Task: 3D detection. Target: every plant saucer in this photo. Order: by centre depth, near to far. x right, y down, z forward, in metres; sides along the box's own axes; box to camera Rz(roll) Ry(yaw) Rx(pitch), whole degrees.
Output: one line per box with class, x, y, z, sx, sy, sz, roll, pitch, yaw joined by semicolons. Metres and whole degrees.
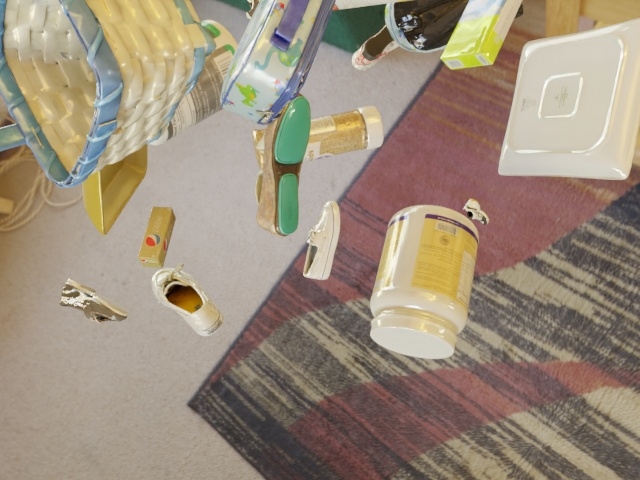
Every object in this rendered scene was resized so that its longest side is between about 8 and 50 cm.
plant saucer;-0.580;-0.239;1.562;0.081;0.333;0.333;14;41;-2

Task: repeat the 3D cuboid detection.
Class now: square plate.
square plate;0.563;-0.318;1.279;0.344;0.049;0.347;14;93;57

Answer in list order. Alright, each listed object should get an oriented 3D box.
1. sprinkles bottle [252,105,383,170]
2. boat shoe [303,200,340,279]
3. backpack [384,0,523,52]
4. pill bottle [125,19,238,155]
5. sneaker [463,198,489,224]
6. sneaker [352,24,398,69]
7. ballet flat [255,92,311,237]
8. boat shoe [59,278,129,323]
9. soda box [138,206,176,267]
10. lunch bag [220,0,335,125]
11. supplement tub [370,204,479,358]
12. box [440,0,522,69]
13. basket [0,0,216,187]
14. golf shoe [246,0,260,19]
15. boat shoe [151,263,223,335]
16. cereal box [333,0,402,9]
sprinkles bottle;-0.007;-0.286;1.566;0.355;0.121;0.121;-13;64;-8
boat shoe;0.000;0.000;1.763;0.095;0.084;0.258;-156;73;-64
backpack;0.371;-0.712;1.681;0.355;0.290;0.273;-36;23;-5
pill bottle;-0.361;-0.349;1.299;0.361;0.204;0.204;-36;59;-24
sneaker;0.356;-0.059;1.287;0.037;0.083;0.032;-48;29;-4
sneaker;0.231;-0.730;2.076;0.270;0.145;0.090;-40;98;-21
ballet flat;-0.097;-0.167;1.230;0.106;0.107;0.316;15;99;41
boat shoe;-0.729;0.216;1.790;0.335;0.112;0.095;18;80;39
soda box;-0.479;-0.011;1.647;0.061;0.058;0.181;3;58;3
lunch bag;-0.054;-0.274;0.757;0.090;0.176;0.219;24;72;-17
supplement tub;0.259;0.105;1.408;0.241;0.241;0.331;5;62;23
box;0.317;-0.423;1.087;0.109;0.042;0.178;16;78;55
basket;-0.269;-0.157;0.522;0.255;0.289;0.201;-33;91;47
golf shoe;-0.200;-0.833;1.889;0.094;0.077;0.198;8;77;7
boat shoe;-0.450;0.155;1.746;0.136;0.156;0.367;-40;44;-15
cereal box;0.101;-0.623;1.338;0.240;0.173;0.047;1;85;17
